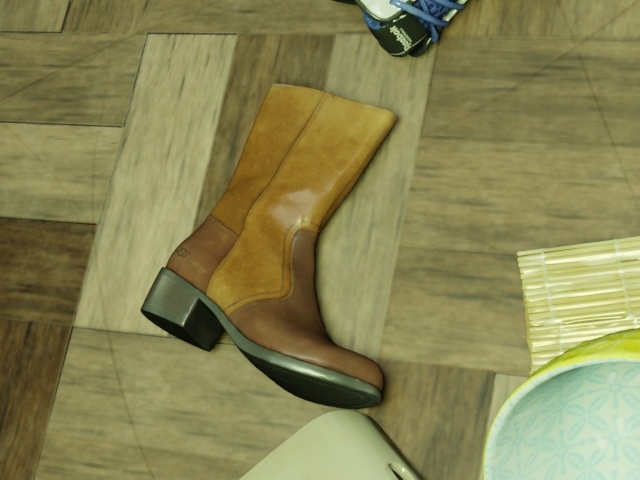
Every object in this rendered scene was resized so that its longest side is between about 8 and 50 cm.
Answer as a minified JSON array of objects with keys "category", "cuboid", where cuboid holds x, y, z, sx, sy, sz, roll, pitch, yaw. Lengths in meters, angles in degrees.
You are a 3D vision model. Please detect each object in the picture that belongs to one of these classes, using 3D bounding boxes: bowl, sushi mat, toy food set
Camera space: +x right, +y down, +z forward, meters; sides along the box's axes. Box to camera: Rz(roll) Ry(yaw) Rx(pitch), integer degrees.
[{"category":"bowl","cuboid":[0.287,0.173,1.048,0.289,0.289,0.156,16,34,26]},{"category":"sushi mat","cuboid":[0.328,0.060,1.170,0.317,0.019,0.151,-8,66,18]},{"category":"toy food set","cuboid":[-0.024,0.312,1.176,0.306,0.092,0.219,-40,44,1]}]

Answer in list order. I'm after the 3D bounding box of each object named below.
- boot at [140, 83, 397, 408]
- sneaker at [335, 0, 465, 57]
[{"category":"boot","cuboid":[0.000,0.000,1.306,0.264,0.096,0.280,20,71,35]},{"category":"sneaker","cuboid":[0.128,-0.267,1.329,0.316,0.127,0.182,3,75,30]}]
